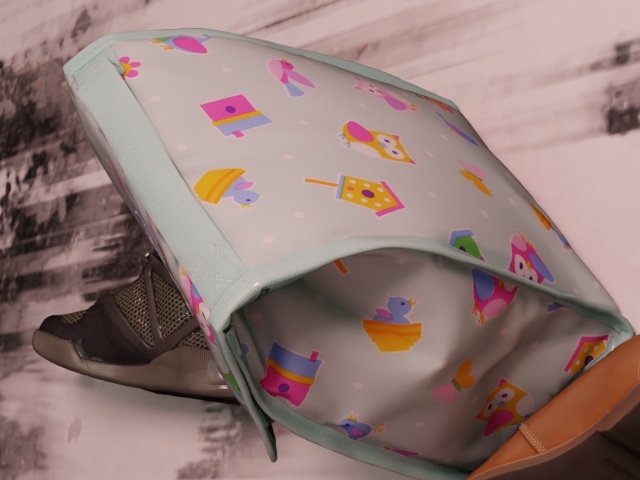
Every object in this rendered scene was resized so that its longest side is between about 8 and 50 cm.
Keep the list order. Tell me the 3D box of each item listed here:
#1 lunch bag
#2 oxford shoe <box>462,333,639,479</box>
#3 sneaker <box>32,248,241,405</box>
[{"bbox_3d":[0.000,0.000,0.741,0.160,0.262,0.223,-53,45,21],"label":"lunch bag"},{"bbox_3d":[0.136,0.106,0.708,0.212,0.076,0.076,-40,20,34],"label":"oxford shoe"},{"bbox_3d":[-0.110,0.044,0.985,0.228,0.087,0.130,-2,74,44],"label":"sneaker"}]
